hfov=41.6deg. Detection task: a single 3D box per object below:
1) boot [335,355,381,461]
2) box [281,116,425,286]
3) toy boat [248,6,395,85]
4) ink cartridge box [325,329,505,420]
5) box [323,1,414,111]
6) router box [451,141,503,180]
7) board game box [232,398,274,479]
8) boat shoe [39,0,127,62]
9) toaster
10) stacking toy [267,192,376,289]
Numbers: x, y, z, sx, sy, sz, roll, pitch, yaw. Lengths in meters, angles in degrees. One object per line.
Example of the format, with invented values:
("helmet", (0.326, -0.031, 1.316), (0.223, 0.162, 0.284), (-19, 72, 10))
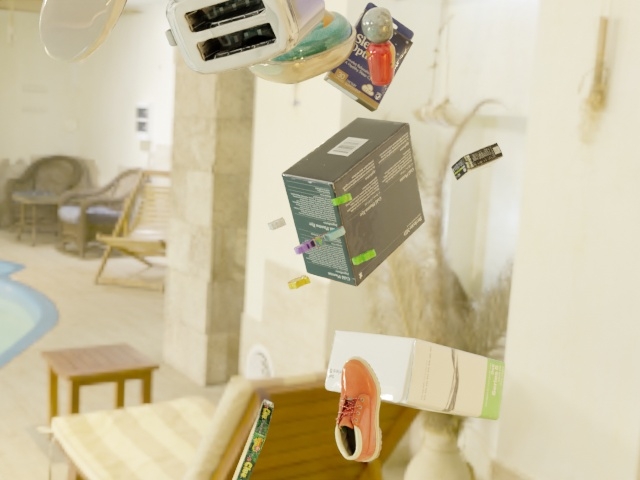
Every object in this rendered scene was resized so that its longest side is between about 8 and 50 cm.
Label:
("boot", (0.052, 0.250, 1.255), (0.059, 0.157, 0.085), (-13, -15, 25))
("box", (0.096, -0.109, 2.235), (0.179, 0.312, 0.343), (13, 39, 38))
("toy boat", (0.016, -0.408, 1.707), (0.318, 0.148, 0.267), (16, 38, 33))
("ink cartridge box", (0.175, 0.247, 1.540), (0.273, 0.114, 0.198), (20, -14, -42))
("box", (0.118, -0.422, 1.908), (0.136, 0.225, 0.036), (31, -14, -13))
("router box", (0.363, -0.183, 1.965), (0.092, 0.038, 0.122), (-24, -5, -6))
("board game box", (-0.155, 0.468, 1.731), (0.030, 0.259, 0.136), (19, 20, -5))
("boat shoe", (-0.336, -0.447, 1.410), (0.127, 0.340, 0.158), (40, 24, 4))
("toaster", (-0.093, -0.303, 1.115), (0.227, 0.129, 0.146), (-8, 30, 22))
("stacking toy", (0.000, 0.000, 1.990), (0.221, 0.167, 0.052), (-22, 8, -7))
